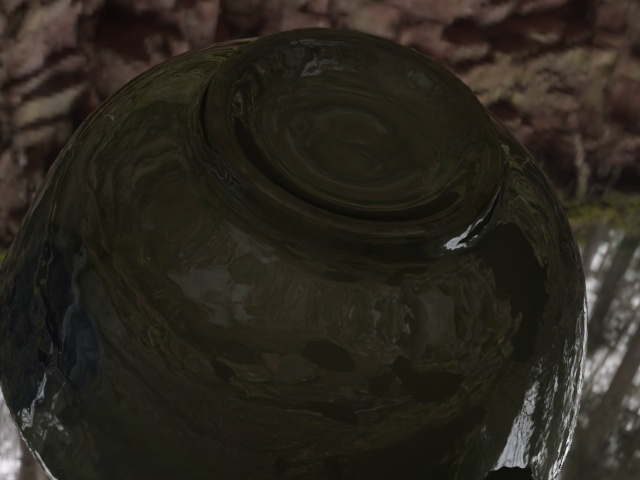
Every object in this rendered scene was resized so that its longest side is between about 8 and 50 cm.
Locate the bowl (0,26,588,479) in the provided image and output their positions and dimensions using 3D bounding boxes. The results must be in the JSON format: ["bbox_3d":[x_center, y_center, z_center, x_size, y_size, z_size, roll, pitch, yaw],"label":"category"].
[{"bbox_3d":[0.000,0.000,0.687,0.289,0.146,0.289,8,-133,-8],"label":"bowl"}]
